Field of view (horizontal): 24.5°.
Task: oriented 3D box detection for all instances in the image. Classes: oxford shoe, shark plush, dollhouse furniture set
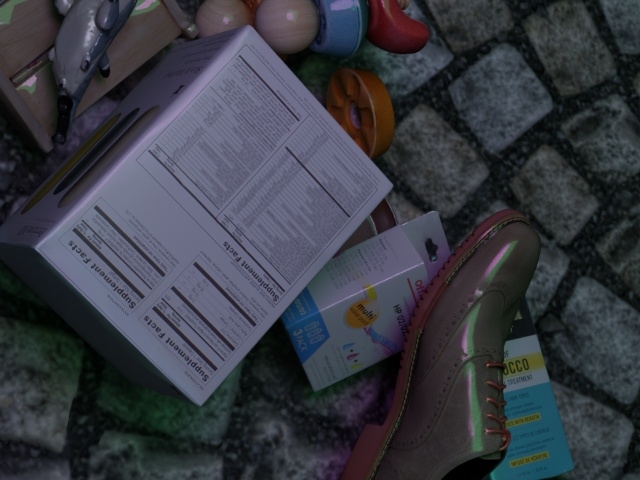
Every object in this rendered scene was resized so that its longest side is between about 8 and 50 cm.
[{"bbox_3d":[0.142,0.144,1.381,0.123,0.130,0.348,12,103,-50],"label":"oxford shoe"},{"bbox_3d":[-0.205,-0.165,1.340,0.067,0.073,0.161,13,85,-63],"label":"shark plush"},{"bbox_3d":[-0.237,-0.260,1.437,0.303,0.173,0.356,-41,116,-20],"label":"dollhouse furniture set"}]

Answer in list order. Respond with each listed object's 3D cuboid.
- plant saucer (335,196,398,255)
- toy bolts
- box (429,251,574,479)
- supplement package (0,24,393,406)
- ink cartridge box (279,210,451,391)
[{"bbox_3d":[0.000,0.000,1.488,0.168,0.029,0.169,6,73,-22],"label":"plant saucer"},{"bbox_3d":[-0.012,-0.177,1.426,0.158,0.228,0.218,-14,87,-25],"label":"toy bolts"},{"bbox_3d":[0.173,0.130,1.507,0.100,0.060,0.244,-11,81,-25],"label":"box"},{"bbox_3d":[-0.120,-0.023,1.310,0.198,0.199,0.263,47,73,-18],"label":"supplement package"},{"bbox_3d":[0.052,0.058,1.414,0.181,0.104,0.062,-26,45,-4],"label":"ink cartridge box"}]
